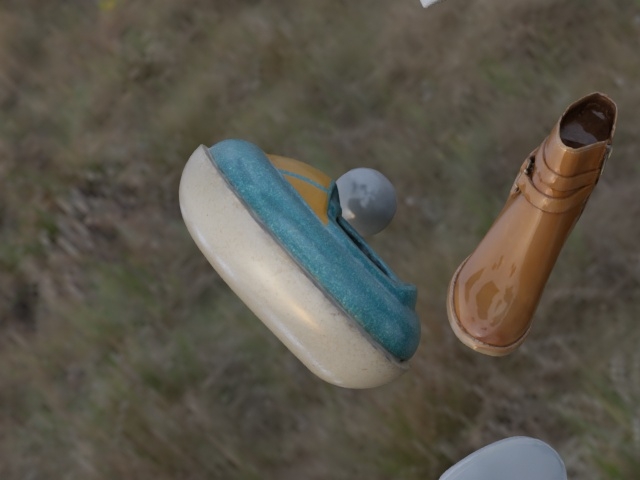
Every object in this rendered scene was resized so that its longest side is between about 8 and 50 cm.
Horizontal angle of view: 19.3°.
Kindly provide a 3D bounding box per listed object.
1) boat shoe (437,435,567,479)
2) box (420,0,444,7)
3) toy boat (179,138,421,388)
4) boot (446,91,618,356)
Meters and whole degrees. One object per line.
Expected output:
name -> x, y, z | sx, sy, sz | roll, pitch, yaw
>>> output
boat shoe -> 0.096, 0.294, 1.697 | 0.306, 0.113, 0.105 | -51, 11, -4
box -> 0.122, -0.243, 1.426 | 0.102, 0.087, 0.101 | -27, 2, -34
toy boat -> 0.000, 0.000, 1.703 | 0.148, 0.267, 0.318 | -44, 0, 6
boot -> 0.165, -0.017, 1.447 | 0.152, 0.073, 0.197 | 115, 180, -45
